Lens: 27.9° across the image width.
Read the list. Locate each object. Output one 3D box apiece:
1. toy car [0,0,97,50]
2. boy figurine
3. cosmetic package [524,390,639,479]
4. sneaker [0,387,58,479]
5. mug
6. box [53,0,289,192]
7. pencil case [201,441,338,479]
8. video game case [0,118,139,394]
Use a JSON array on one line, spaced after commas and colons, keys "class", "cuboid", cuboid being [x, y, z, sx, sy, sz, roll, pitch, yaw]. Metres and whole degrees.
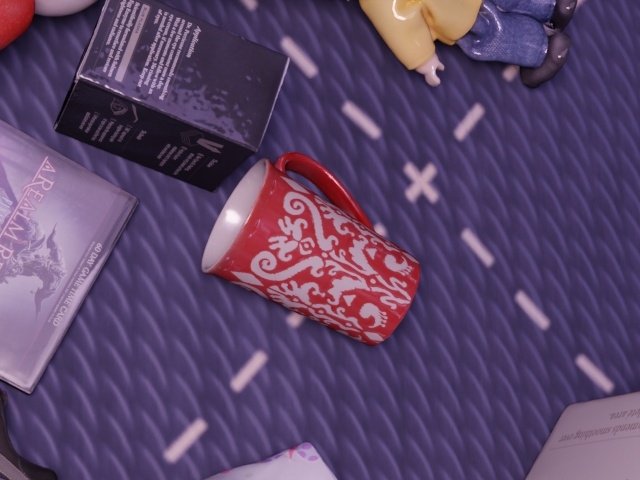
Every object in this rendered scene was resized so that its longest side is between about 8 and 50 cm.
[{"class": "toy car", "cuboid": [-0.257, -0.256, 1.064, 0.238, 0.219, 0.210, -21, 77, -39]}, {"class": "boy figurine", "cuboid": [0.102, -0.232, 1.229, 0.285, 0.092, 0.177, 16, 70, -14]}, {"class": "cosmetic package", "cuboid": [0.313, 0.366, 1.059, 0.327, 0.329, 0.393, 38, 69, -8]}, {"class": "sneaker", "cuboid": [-0.326, 0.136, 1.034, 0.124, 0.107, 0.283, -40, 98, -35]}, {"class": "mug", "cuboid": [0.002, 0.001, 1.148, 0.169, 0.113, 0.150, 29, 74, -15]}, {"class": "box", "cuboid": [-0.130, -0.124, 1.100, 0.158, 0.156, 0.093, 22, 73, -14]}, {"class": "pencil case", "cuboid": [-0.103, 0.267, 1.062, 0.273, 0.113, 0.124, -21, 96, -20]}, {"class": "video game case", "cuboid": [-0.319, -0.020, 1.090, 0.274, 0.026, 0.196, 30, 73, -10]}]
